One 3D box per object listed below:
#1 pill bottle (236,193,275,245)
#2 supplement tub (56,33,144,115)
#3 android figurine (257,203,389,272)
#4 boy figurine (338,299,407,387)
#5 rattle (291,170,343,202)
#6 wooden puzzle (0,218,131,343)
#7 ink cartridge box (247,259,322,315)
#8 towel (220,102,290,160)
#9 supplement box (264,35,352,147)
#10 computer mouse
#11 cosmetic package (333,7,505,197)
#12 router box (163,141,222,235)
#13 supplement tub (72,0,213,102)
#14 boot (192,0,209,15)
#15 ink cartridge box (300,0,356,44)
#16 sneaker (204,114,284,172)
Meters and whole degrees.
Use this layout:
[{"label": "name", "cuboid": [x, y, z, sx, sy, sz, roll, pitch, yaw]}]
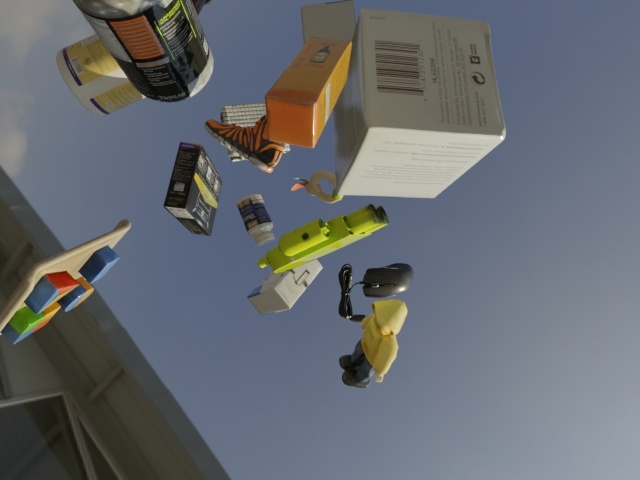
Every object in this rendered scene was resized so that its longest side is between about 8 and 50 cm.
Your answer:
[{"label": "pill bottle", "cuboid": [-0.158, -0.050, 1.008, 0.067, 0.067, 0.120, -26, -99, 24]}, {"label": "supplement tub", "cuboid": [-0.694, -0.607, 1.418, 0.331, 0.241, 0.241, -25, -110, -2]}, {"label": "android figurine", "cuboid": [0.000, 0.000, 0.826, 0.273, 0.248, 0.056, -24, -96, 22]}, {"label": "boy figurine", "cuboid": [0.133, 0.257, 1.008, 0.177, 0.092, 0.285, -98, -159, -47]}, {"label": "rattle", "cuboid": [0.010, -0.220, 1.458, 0.200, 0.130, 0.142, 8, -121, 37]}, {"label": "wooden puzzle", "cuboid": [-0.644, 0.117, 1.021, 0.322, 0.348, 0.080, -41, -80, 23]}, {"label": "ink cartridge box", "cuboid": [-0.109, 0.130, 1.273, 0.148, 0.203, 0.086, -24, -72, 44]}, {"label": "towel", "cuboid": [-0.300, -0.487, 1.831, 0.121, 0.284, 0.235, -175, -107, -68]}, {"label": "supplement box", "cuboid": [-0.013, -0.245, 0.646, 0.078, 0.080, 0.233, 12, -131, 10]}, {"label": "computer mouse", "cuboid": [0.176, 0.163, 1.217, 0.060, 0.262, 0.184, -152, -115, -65]}, {"label": "cosmetic package", "cuboid": [0.226, -0.336, 1.103, 0.327, 0.393, 0.329, 1, -104, -8]}, {"label": "router box", "cuboid": [-0.456, -0.177, 1.493, 0.081, 0.309, 0.242, 7, -107, 3]}, {"label": "supplement tub", "cuboid": [-0.339, -0.434, 0.778, 0.194, 0.316, 0.193, 0, -108, 1]}, {"label": "boot", "cuboid": [-0.281, -0.688, 0.990, 0.207, 0.090, 0.248, -48, -141, 32]}, {"label": "ink cartridge box", "cuboid": [0.037, -0.657, 1.368, 0.171, 0.233, 0.168, -6, -89, 5]}, {"label": "sneaker", "cuboid": [-0.267, -0.403, 1.512, 0.321, 0.124, 0.180, 33, -82, 7]}]
